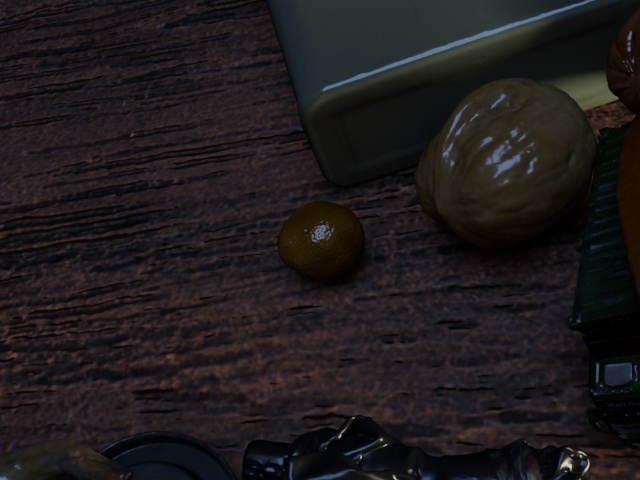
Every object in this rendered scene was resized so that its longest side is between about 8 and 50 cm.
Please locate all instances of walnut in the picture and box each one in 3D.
[{"bbox_3d":[0.166,-0.069,0.814,0.166,0.149,0.166,-20,21,8],"label":"walnut"}]

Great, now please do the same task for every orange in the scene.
[{"bbox_3d":[0.000,0.000,0.861,0.085,0.085,0.085,-8,57,12],"label":"orange"}]

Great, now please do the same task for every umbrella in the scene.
[{"bbox_3d":[0.068,0.190,0.700,0.272,0.110,0.122,6,21,17],"label":"umbrella"}]

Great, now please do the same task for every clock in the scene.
[{"bbox_3d":[-0.145,0.253,0.763,0.184,0.040,0.184,-9,54,12],"label":"clock"}]

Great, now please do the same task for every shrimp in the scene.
[{"bbox_3d":[-0.213,0.229,0.743,0.254,0.059,0.145,-11,43,19],"label":"shrimp"}]

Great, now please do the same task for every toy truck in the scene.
[{"bbox_3d":[0.274,0.034,0.720,0.088,0.121,0.259,-21,45,50],"label":"toy truck"}]

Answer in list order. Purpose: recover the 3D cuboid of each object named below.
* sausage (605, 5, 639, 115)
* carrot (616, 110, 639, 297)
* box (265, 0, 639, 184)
[{"bbox_3d":[0.384,-0.192,0.797,0.304,0.121,0.121,-24,53,-23],"label":"sausage"},{"bbox_3d":[0.333,0.015,0.656,0.258,0.100,0.307,-24,77,-32],"label":"carrot"},{"bbox_3d":[0.114,-0.272,0.945,0.352,0.177,0.344,-18,58,5],"label":"box"}]
